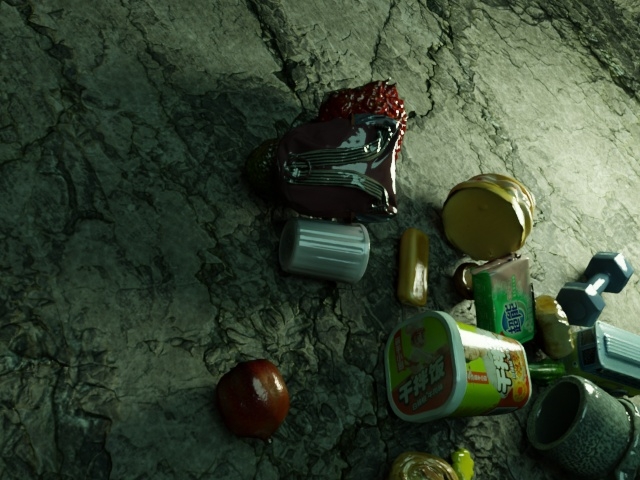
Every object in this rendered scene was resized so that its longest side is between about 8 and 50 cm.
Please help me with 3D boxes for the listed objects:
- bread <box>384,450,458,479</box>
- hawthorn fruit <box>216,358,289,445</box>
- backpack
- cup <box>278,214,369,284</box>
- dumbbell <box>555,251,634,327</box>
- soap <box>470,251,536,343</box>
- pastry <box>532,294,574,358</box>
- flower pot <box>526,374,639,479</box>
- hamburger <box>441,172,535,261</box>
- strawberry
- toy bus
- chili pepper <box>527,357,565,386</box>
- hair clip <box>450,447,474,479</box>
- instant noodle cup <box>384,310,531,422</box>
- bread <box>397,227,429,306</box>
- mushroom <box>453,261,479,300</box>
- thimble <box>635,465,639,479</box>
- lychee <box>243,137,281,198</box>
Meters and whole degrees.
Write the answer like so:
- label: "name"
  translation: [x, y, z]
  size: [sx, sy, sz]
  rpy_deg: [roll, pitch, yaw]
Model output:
- label: "bread"
  translation: [0.242, 0.631, 1.446]
  size: [0.198, 0.120, 0.236]
  rpy_deg: [17, 59, -19]
- label: "hawthorn fruit"
  translation: [-0.141, 0.359, 1.349]
  size: [0.169, 0.169, 0.188]
  rpy_deg: [-25, 79, -36]
- label: "backpack"
  translation: [0.042, -0.182, 1.535]
  size: [0.318, 0.197, 0.283]
  rpy_deg: [-1, 93, -17]
- label: "cup"
  translation: [-0.003, 0.015, 1.621]
  size: [0.202, 0.221, 0.166]
  rpy_deg: [9, 103, -22]
- label: "dumbbell"
  translation: [0.926, 0.159, 2.048]
  size: [0.316, 0.156, 0.143]
  rpy_deg: [-31, 113, -36]
- label: "soap"
  translation: [0.530, 0.179, 1.772]
  size: [0.218, 0.098, 0.273]
  rpy_deg: [-17, 109, -20]
- label: "pastry"
  translation: [0.697, 0.262, 1.848]
  size: [0.093, 0.182, 0.192]
  rpy_deg: [-17, 38, 6]
- label: "flower pot"
  translation: [0.754, 0.557, 1.669]
  size: [0.283, 0.299, 0.299]
  rpy_deg: [32, 55, -7]
- label: "hamburger"
  translation: [0.537, -0.086, 1.895]
  size: [0.276, 0.276, 0.237]
  rpy_deg: [50, 41, 2]
- label: "strawberry"
  translation: [0.121, -0.288, 1.787]
  size: [0.292, 0.292, 0.343]
  rpy_deg: [0, 90, -29]
- label: "toy bus"
  translation: [0.921, 0.380, 1.905]
  size: [0.313, 0.190, 0.151]
  rpy_deg: [20, 59, -19]
- label: "chili pepper"
  translation: [0.625, 0.387, 1.794]
  size: [0.254, 0.099, 0.083]
  rpy_deg: [11, 71, -24]
- label: "hair clip"
  translation: [0.358, 0.619, 1.563]
  size: [0.072, 0.046, 0.173]
  rpy_deg: [34, 52, -15]
- label: "instant noodle cup"
  translation: [0.370, 0.345, 1.590]
  size: [0.308, 0.294, 0.293]
  rpy_deg: [15, 60, -31]
- label: "bread"
  translation: [0.267, 0.082, 1.764]
  size: [0.093, 0.074, 0.239]
  rpy_deg: [29, 55, -33]
- label: "mushroom"
  translation: [0.460, 0.122, 1.843]
  size: [0.127, 0.087, 0.127]
  rpy_deg: [13, 62, -27]
- label: "thimble"
  translation: [1.003, 0.656, 1.831]
  size: [0.138, 0.190, 0.143]
  rpy_deg: [-14, 61, 7]
- label: "lychee"
  translation: [-0.123, -0.187, 1.639]
  size: [0.171, 0.171, 0.171]
  rpy_deg: [13, 61, -23]
